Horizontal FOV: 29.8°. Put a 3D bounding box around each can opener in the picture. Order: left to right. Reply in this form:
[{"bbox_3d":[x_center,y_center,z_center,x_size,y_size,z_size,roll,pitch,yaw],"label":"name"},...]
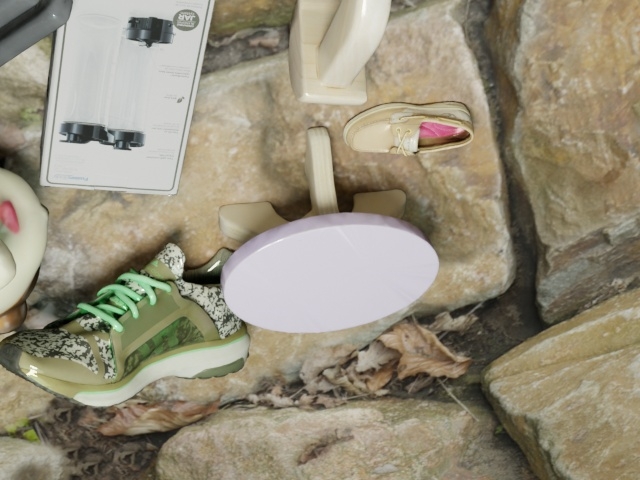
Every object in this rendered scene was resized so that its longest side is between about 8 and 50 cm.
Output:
[{"bbox_3d":[-0.381,-0.191,1.296,0.283,0.095,0.076,-21,140,37],"label":"can opener"}]

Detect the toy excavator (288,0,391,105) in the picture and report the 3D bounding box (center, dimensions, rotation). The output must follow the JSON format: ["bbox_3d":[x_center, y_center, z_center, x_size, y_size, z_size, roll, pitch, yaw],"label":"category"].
[{"bbox_3d":[0.063,-0.349,1.219,0.222,0.433,0.445,3,100,-17],"label":"toy excavator"}]

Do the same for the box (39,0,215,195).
[{"bbox_3d":[-0.227,-0.195,1.381,0.169,0.087,0.290,2,128,-17],"label":"box"}]

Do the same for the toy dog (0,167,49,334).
[{"bbox_3d":[-0.475,0.031,1.301,0.395,0.284,0.408,-38,166,38],"label":"toy dog"}]

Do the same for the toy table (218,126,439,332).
[{"bbox_3d":[0.000,0.000,1.555,0.274,0.161,0.252,4,127,-19],"label":"toy table"}]

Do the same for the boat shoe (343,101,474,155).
[{"bbox_3d":[0.116,-0.138,1.537,0.170,0.059,0.063,-10,131,-7],"label":"boat shoe"}]

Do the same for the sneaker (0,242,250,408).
[{"bbox_3d":[-0.237,0.085,1.525,0.410,0.158,0.182,-9,117,-54],"label":"sneaker"}]
